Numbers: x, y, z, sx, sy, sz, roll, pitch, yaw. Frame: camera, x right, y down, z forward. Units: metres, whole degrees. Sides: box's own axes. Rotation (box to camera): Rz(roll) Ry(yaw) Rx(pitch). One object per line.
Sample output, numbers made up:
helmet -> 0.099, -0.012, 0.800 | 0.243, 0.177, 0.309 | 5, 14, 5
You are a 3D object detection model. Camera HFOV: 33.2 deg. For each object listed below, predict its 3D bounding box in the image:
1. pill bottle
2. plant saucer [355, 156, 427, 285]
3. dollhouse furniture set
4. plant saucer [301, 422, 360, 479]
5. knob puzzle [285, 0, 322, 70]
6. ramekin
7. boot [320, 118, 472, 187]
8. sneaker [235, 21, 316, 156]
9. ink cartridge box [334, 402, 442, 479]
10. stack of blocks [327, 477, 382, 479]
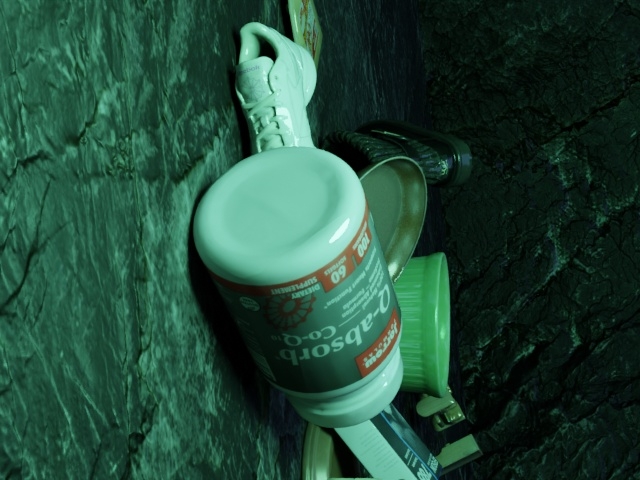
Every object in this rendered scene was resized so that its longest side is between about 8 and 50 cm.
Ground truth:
pill bottle -> -0.010, 0.073, 1.371 | 0.362, 0.210, 0.210 | 69, 19, -46
plant saucer -> 0.075, -0.007, 1.855 | 0.311, 0.050, 0.310 | -35, 138, -39
dollhouse furniture set -> 0.273, 0.453, 2.662 | 0.242, 0.161, 0.212 | 64, 5, 23
plant saucer -> 0.024, 0.409, 1.721 | 0.278, 0.041, 0.277 | -6, 90, -77
knob puzzle -> -0.040, -0.398, 1.905 | 0.213, 0.030, 0.213 | -6, 90, -77
ramekin -> 0.186, 0.176, 2.244 | 0.303, 0.148, 0.303 | 0, 90, -79
boot -> 0.091, -0.161, 2.082 | 0.260, 0.348, 0.131 | -10, 102, -35
sneaker -> -0.075, -0.167, 1.513 | 0.152, 0.114, 0.305 | 35, 44, -55
ink cartridge box -> 0.106, 0.327, 1.719 | 0.332, 0.065, 0.165 | 52, 13, 2
stack of blocks -> 0.026, 0.487, 1.486 | 0.297, 0.087, 0.171 | -55, 136, -59
